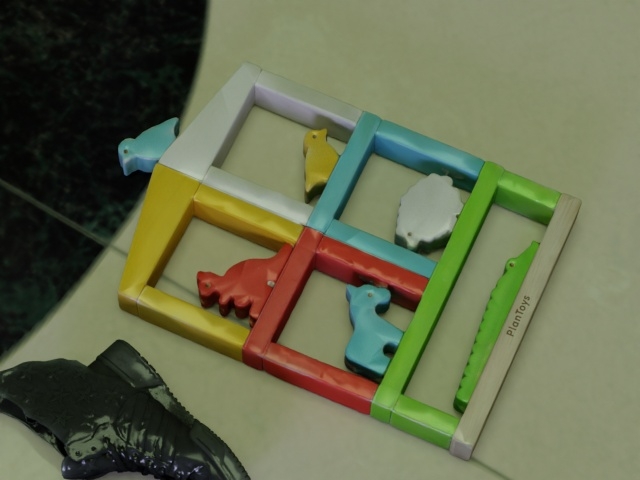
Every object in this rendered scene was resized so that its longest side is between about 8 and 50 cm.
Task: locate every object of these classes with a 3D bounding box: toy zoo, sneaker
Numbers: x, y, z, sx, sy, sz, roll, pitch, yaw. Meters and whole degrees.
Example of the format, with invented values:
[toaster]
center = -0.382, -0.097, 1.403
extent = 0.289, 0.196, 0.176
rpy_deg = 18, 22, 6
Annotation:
[toy zoo]
center = 0.000, 0.000, 1.271
extent = 0.293, 0.030, 0.192
rpy_deg = 22, 66, 9
[sneaker]
center = -0.122, 0.126, 1.199
extent = 0.089, 0.051, 0.170
rpy_deg = -38, 67, -17
